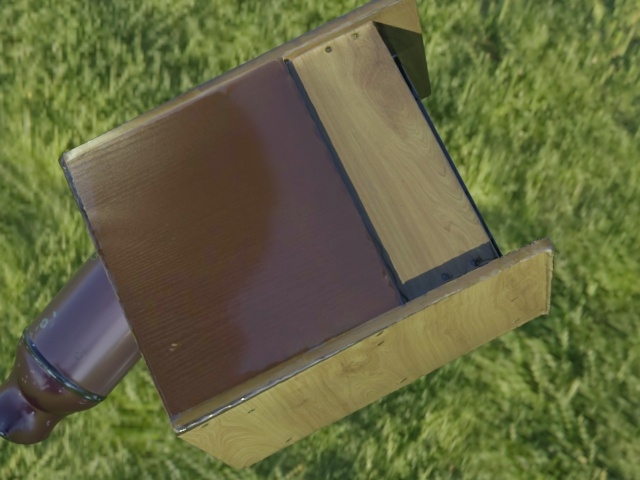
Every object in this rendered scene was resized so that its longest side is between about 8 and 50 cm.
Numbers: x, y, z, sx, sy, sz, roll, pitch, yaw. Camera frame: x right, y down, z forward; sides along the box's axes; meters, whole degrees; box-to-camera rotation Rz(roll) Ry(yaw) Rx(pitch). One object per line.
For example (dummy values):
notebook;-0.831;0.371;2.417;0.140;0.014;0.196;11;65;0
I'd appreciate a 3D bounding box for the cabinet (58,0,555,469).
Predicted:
cabinet;0.000;0.000;0.748;0.215;0.148;0.175;-27;70;1

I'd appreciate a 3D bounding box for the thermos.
thermos;-0.218;0.069;1.330;0.330;0.109;0.136;-48;37;4
